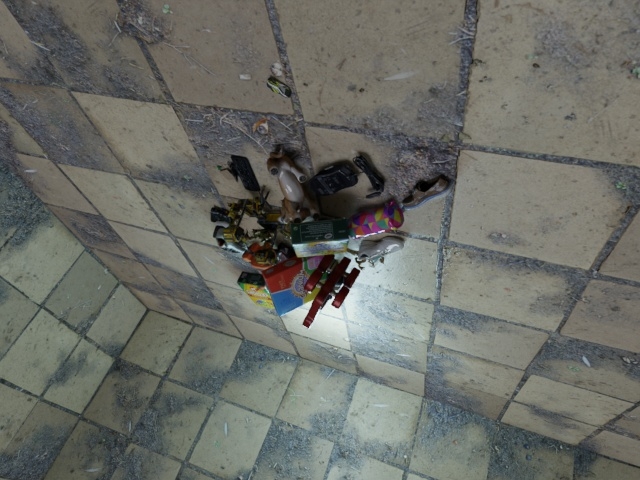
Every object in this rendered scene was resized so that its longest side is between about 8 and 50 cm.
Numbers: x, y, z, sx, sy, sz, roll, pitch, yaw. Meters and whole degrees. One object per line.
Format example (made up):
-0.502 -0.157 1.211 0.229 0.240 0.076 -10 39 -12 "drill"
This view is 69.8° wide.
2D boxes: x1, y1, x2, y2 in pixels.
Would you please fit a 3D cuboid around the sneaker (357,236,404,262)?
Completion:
0.241 0.047 1.859 0.212 0.094 0.080 -10 134 44 "sneaker"

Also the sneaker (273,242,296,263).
-0.123 0.086 2.176 0.282 0.106 0.162 3 141 34 "sneaker"

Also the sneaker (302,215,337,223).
-0.009 -0.071 1.878 0.192 0.064 0.086 1 147 21 "sneaker"

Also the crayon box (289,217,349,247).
0.000 0.000 1.749 0.203 0.083 0.323 -6 170 0 "crayon box"

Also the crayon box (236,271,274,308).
-0.329 0.313 2.706 0.203 0.081 0.318 5 146 29 "crayon box"

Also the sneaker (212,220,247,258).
-0.457 0.016 2.296 0.101 0.107 0.271 4 146 29 "sneaker"

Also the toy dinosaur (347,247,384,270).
0.173 0.065 1.991 0.212 0.064 0.112 15 126 5 "toy dinosaur"

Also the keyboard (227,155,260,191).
-0.312 -0.256 1.825 0.100 0.038 0.192 12 147 21 "keyboard"

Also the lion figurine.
-0.115 -0.203 1.672 0.142 0.240 0.391 -20 127 -9 "lion figurine"

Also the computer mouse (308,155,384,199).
0.098 -0.204 1.603 0.262 0.060 0.184 -20 130 40 "computer mouse"

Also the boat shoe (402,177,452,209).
0.336 -0.160 1.499 0.183 0.066 0.066 -24 121 40 "boat shoe"

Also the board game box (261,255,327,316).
-0.082 0.176 2.059 0.064 0.317 0.242 49 159 50 "board game box"

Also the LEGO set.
-0.223 -0.041 1.902 0.192 0.254 0.331 1 146 34 "LEGO set"

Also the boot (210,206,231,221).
-0.467 -0.110 2.168 0.099 0.045 0.121 18 152 -1 "boot"

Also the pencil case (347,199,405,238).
0.200 -0.072 1.694 0.104 0.104 0.236 40 145 -26 "pencil case"

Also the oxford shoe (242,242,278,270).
-0.259 0.097 2.194 0.133 0.130 0.364 45 170 -22 "oxford shoe"

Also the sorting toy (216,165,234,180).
-0.386 -0.277 1.869 0.062 0.012 0.083 0 146 43 "sorting toy"

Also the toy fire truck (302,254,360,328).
0.030 0.211 1.967 0.170 0.302 0.253 31 134 6 "toy fire truck"

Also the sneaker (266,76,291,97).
-0.126 -0.458 1.383 0.083 0.031 0.035 36 162 -13 "sneaker"
